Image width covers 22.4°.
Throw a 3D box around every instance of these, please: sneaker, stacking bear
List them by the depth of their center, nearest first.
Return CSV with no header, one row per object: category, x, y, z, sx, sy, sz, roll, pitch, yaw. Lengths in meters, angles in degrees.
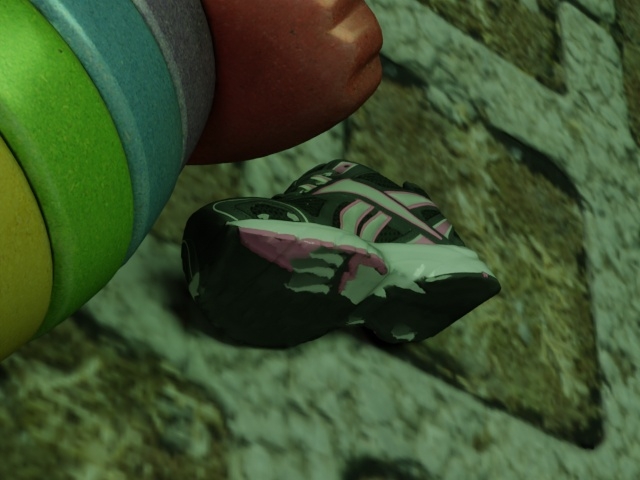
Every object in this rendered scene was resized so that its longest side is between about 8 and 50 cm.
stacking bear,-0.138,-0.018,0.494,0.175,0.164,0.289,52,48,-13
sneaker,0.000,0.000,0.718,0.178,0.072,0.077,13,43,-52
